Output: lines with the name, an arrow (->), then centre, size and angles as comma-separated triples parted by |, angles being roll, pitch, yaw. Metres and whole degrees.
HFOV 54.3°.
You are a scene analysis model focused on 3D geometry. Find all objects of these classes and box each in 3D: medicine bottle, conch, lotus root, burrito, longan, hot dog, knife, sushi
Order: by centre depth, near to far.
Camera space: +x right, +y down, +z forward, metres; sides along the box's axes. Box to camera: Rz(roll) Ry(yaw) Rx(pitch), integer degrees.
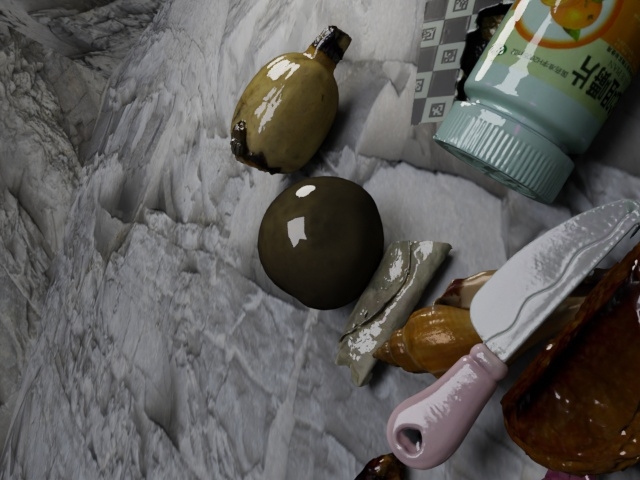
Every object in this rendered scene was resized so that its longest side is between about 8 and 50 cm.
hot dog -> 0.242, 0.104, 0.524 | 0.160, 0.099, 0.227 | -47, -10, -49
knife -> 0.180, 0.085, 0.616 | 0.081, 0.043, 0.336 | 41, 96, 28
conch -> 0.202, 0.092, 0.671 | 0.330, 0.093, 0.109 | -16, 35, 25
medicine bottle -> 0.275, -0.213, 0.698 | 0.318, 0.158, 0.158 | -60, 33, 7
burrito -> 0.089, 0.089, 0.840 | 0.087, 0.060, 0.226 | 31, 93, 52
sushi -> 0.233, -0.259, 0.886 | 0.192, 0.050, 0.215 | -2, 70, 37
longan -> 0.000, 0.000, 0.913 | 0.198, 0.198, 0.212 | -55, 19, 14
lotus root -> -0.050, -0.266, 1.184 | 0.310, 0.183, 0.183 | -58, 33, 6

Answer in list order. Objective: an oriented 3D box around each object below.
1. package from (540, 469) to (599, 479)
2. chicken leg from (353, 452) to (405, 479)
package -> 0.242, 0.197, 0.579 | 0.083, 0.029, 0.059 | -59, 26, -13
chicken leg -> -0.043, 0.396, 0.797 | 0.407, 0.096, 0.158 | -41, 20, 28
